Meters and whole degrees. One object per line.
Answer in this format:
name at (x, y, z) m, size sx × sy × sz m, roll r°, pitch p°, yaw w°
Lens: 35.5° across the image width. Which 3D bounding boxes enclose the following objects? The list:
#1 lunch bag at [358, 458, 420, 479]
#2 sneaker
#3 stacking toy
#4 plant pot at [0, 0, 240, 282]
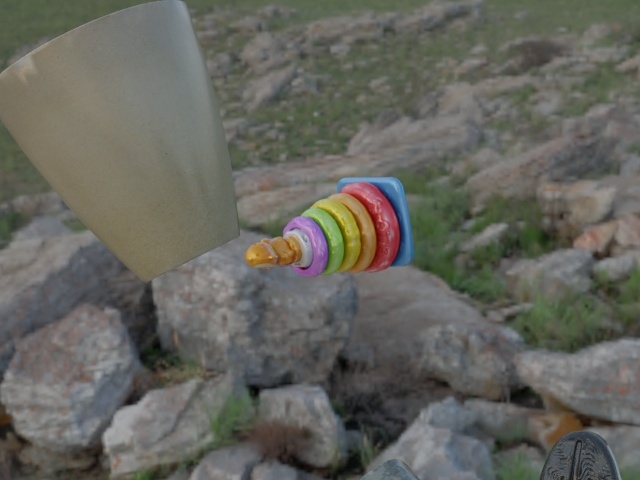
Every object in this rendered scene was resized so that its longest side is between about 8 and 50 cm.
lunch bag at (0.090, 0.486, 1.359) m, size 0.305 × 0.212 × 0.256 m, roll -33°, pitch 33°, yaw -7°
sneaker at (0.543, 0.580, 1.949) m, size 0.169 × 0.447 × 0.258 m, roll -4°, pitch -1°, yaw 34°
stacking toy at (0.000, 0.000, 1.686) m, size 0.302 × 0.165 × 0.175 m, roll -17°, pitch 13°, yaw -38°
plant pot at (-0.213, -0.098, 1.178) m, size 0.257 × 0.274 × 0.256 m, roll -26°, pitch 3°, yaw 1°
